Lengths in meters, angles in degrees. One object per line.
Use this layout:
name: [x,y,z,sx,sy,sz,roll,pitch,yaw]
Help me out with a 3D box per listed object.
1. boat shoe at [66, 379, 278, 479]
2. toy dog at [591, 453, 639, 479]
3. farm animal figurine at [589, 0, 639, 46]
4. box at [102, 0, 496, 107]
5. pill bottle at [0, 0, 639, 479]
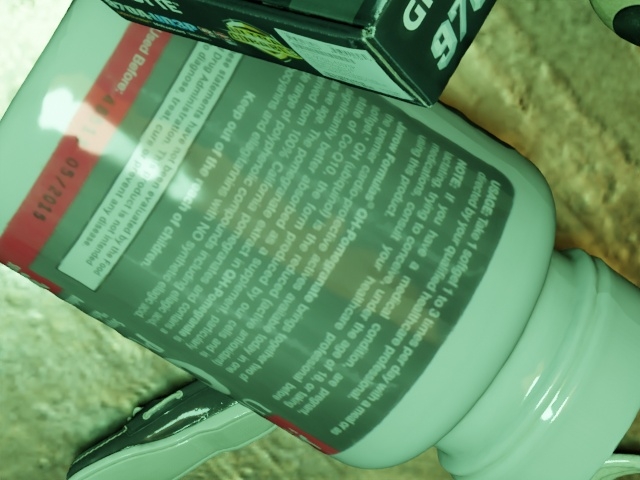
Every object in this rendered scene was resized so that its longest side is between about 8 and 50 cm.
boat shoe: [-0.080,0.101,0.841,0.125,0.038,0.046,-26,145,5]
toy dog: [0.097,0.274,0.833,0.333,0.161,0.220,-22,103,-1]
farm animal figurine: [0.259,-0.122,0.691,0.330,0.327,0.172,3,108,-4]
box: [0.020,-0.169,0.597,0.051,0.175,0.220,42,76,-47]
pill bottle: [0.000,0.000,0.758,0.318,0.176,0.176,32,97,-11]
